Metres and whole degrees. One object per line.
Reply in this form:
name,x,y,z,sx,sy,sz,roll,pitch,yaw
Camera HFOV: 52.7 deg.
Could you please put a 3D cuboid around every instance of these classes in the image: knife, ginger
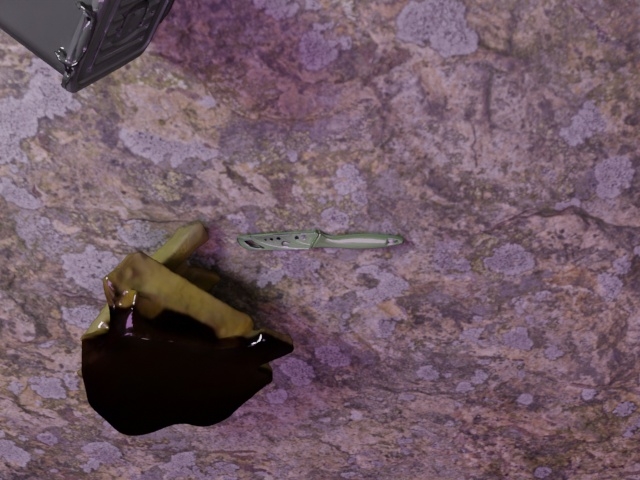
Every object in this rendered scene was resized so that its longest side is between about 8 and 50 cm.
knife,0.000,-0.001,1.133,0.294,0.019,0.043,-2,128,3
ginger,-0.252,0.168,1.178,0.359,0.211,0.413,2,137,-17

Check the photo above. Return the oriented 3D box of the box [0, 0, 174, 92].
box,-0.284,-0.304,0.790,0.135,0.243,0.163,34,121,-7
